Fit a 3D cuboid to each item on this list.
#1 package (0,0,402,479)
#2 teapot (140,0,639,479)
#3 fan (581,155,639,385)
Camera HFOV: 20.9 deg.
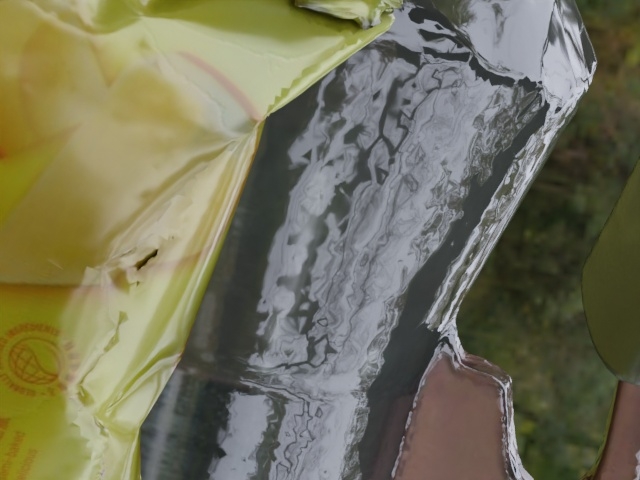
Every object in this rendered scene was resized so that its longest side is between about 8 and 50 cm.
[{"bbox_3d":[-0.090,-0.011,0.459,0.090,0.168,0.226,-101,-148,-68],"label":"package"},{"bbox_3d":[0.000,0.000,0.904,0.305,0.376,0.362,-33,137,-77],"label":"teapot"},{"bbox_3d":[0.129,-0.073,0.489,0.057,0.023,0.282,-102,-155,-51],"label":"fan"}]
